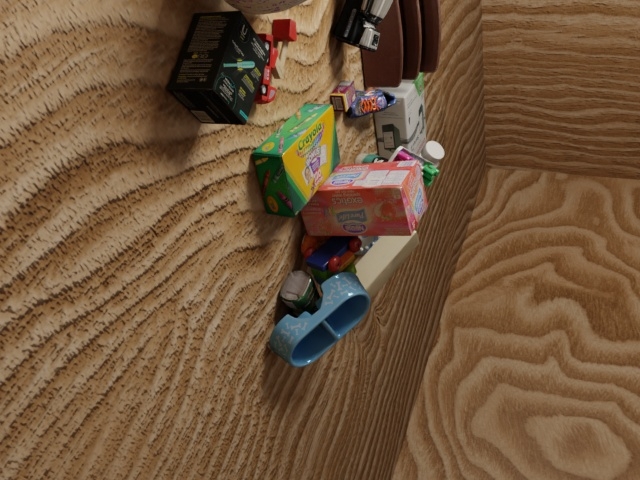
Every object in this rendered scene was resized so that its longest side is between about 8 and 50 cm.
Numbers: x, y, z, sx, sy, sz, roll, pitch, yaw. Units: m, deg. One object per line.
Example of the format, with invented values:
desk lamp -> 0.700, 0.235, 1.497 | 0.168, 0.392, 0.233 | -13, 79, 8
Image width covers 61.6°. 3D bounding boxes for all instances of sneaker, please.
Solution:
sneaker -> 0.235, -0.199, 1.802 | 0.302, 0.121, 0.108 | 24, 85, -52
sneaker -> 0.000, 0.000, 1.495 | 0.175, 0.068, 0.064 | -29, 125, -58
sneaker -> 0.156, -0.426, 1.647 | 0.221, 0.087, 0.083 | -35, 127, -44

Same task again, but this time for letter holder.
letter holder -> 0.244, -0.634, 1.629 | 0.152, 0.215, 0.301 | -54, 144, -45

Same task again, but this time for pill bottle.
pill bottle -> 0.395, -0.301, 2.084 | 0.180, 0.108, 0.107 | -47, -167, 55

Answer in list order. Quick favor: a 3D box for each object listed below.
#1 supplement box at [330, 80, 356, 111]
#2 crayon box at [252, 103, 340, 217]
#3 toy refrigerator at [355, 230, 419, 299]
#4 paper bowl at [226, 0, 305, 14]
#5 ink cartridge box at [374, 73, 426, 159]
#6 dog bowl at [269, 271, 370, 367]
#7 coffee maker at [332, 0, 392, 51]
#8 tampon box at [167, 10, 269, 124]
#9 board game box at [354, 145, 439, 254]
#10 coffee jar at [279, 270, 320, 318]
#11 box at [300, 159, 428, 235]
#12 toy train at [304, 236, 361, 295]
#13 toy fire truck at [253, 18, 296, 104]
supplement box -> 0.066, -0.411, 1.527 | 0.083, 0.043, 0.054 | -58, 146, -39
crayon box -> -0.049, -0.202, 1.306 | 0.278, 0.081, 0.165 | -54, 144, -44
toy refrigerator -> 0.203, 0.064, 1.779 | 0.269, 0.094, 0.102 | -49, 153, -7
paper bowl -> -0.073, -0.521, 0.916 | 0.148, 0.285, 0.283 | 26, 74, -65
ink cartridge box -> 0.285, -0.422, 1.895 | 0.211, 0.122, 0.289 | -57, 146, -41
dog bowl -> 0.007, 0.212, 1.396 | 0.297, 0.074, 0.166 | -41, 142, -7
coffee maker -> 0.106, -0.617, 1.447 | 0.120, 0.171, 0.178 | 2, 118, -44
tampon box -> -0.180, -0.308, 0.969 | 0.120, 0.102, 0.160 | 45, 57, -61
board game box -> 0.219, -0.100, 1.736 | 0.389, 0.050, 0.390 | -57, 159, 15
coffee jar -> -0.041, 0.167, 1.447 | 0.096, 0.079, 0.184 | -66, 151, -28
box -> 0.106, -0.106, 1.392 | 0.154, 0.300, 0.142 | -52, 133, -47
toy train -> 0.073, 0.038, 1.472 | 0.248, 0.105, 0.143 | -41, 134, -32
toy fire truck -> -0.107, -0.389, 1.164 | 0.135, 0.047, 0.191 | -16, 113, -64
